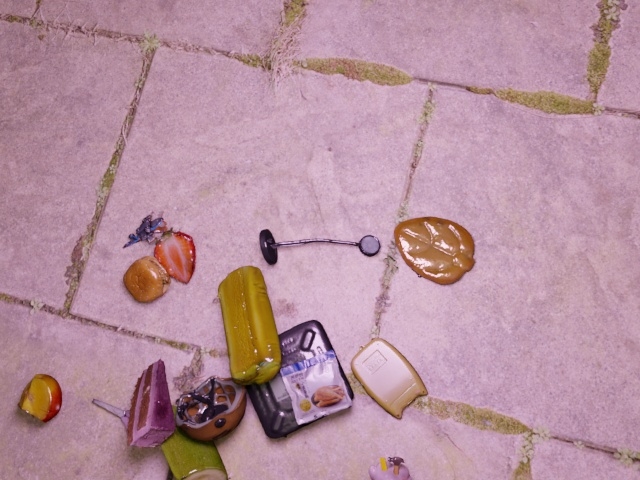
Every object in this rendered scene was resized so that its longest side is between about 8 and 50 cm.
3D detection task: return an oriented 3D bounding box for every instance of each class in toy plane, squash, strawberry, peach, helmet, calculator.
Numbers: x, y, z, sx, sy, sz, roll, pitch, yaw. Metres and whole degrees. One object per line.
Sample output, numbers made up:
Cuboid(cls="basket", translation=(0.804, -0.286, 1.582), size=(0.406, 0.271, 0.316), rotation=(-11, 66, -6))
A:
Cuboid(cls="toy plane", translation=(-0.589, -0.028, 1.932), size=(0.188, 0.062, 0.135), rotation=(-24, 48, 7))
Cuboid(cls="squash", translation=(-0.390, 0.619, 1.785), size=(0.111, 0.203, 0.289), rotation=(-44, 43, -3))
Cuboid(cls="strawberry", translation=(-0.452, 0.048, 1.886), size=(0.146, 0.082, 0.187), rotation=(-22, 91, 26))
Cuboid(cls="peach", translation=(-0.874, 0.495, 1.847), size=(0.151, 0.118, 0.151), rotation=(-27, 50, 36))
Cuboid(cls="helmet", translation=(-0.313, 0.509, 1.735), size=(0.224, 0.198, 0.130), rotation=(-20, 120, -8))
Cuboid(cls="calculator", translation=(0.196, 0.402, 1.738), size=(0.157, 0.033, 0.236), rotation=(-43, 74, 0))

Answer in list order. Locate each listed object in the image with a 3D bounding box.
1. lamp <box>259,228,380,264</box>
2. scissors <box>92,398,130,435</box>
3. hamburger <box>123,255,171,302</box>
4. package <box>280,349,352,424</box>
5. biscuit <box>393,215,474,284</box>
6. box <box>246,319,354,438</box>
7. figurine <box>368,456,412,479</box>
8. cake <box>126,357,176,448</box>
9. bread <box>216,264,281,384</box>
Cuboid(cls="lamp", translation=(-0.005, 0.016, 1.843), size=(0.371, 0.108, 0.130), rotation=(-4, 66, -7))
Cuboid(cls="scissors", translation=(-0.628, 0.546, 1.844), size=(0.212, 0.021, 0.110), rotation=(21, 76, 13))
Cuboid(cls="hamburger", translation=(-0.553, 0.126, 1.865), size=(0.138, 0.083, 0.147), rotation=(48, 118, 0))
Cuboid(cls="package", translation=(-0.013, 0.426, 1.693), size=(0.171, 0.027, 0.173), rotation=(-22, 79, 3))
Cuboid(cls="biscuit", translation=(0.343, 0.020, 1.785), size=(0.260, 0.041, 0.203), rotation=(28, 85, 11))
Cuboid(cls="box", translation=(-0.079, 0.415, 1.757), size=(0.290, 0.073, 0.289), rotation=(-26, 76, 3))
Cuboid(cls="figurine", translation=(0.180, 0.702, 1.647), size=(0.137, 0.112, 0.229), rotation=(40, 100, 22))
Cuboid(cls="cake", translation=(-0.500, 0.489, 1.750), size=(0.116, 0.113, 0.295), rotation=(-37, 37, 13))
Cuboid(cls="bread", translation=(-0.207, 0.253, 1.750), size=(0.166, 0.112, 0.383), rotation=(-31, 52, 18))
